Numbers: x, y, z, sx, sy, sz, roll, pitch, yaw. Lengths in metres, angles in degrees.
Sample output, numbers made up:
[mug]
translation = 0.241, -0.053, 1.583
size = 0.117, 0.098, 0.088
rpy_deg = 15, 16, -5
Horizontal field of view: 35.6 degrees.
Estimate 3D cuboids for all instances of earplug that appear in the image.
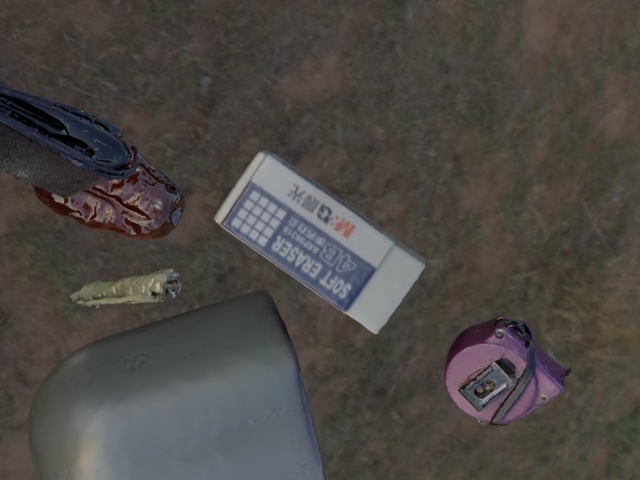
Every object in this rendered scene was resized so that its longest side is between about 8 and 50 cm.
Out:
[earplug]
translation = -0.219, 0.268, 1.453
size = 0.394, 0.313, 0.313
rpy_deg = -15, 124, -10

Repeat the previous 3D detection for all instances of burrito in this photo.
[burrito]
translation = -0.261, 0.065, 1.322
size = 0.045, 0.185, 0.041
rpy_deg = 12, 75, -56

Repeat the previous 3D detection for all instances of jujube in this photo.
[jujube]
translation = -0.463, -0.116, 2.167
size = 0.216, 0.342, 0.216
rpy_deg = 24, 90, -89

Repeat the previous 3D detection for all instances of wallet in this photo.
[wallet]
translation = -0.391, -0.138, 1.299
size = 0.262, 0.221, 0.071
rpy_deg = 24, 74, -30

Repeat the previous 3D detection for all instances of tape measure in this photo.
[tape measure]
translation = 0.206, 0.149, 1.142
size = 0.125, 0.118, 0.074
rpy_deg = -45, -175, 25

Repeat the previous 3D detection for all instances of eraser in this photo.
[eraser]
translation = 0.000, 0.000, 1.394
size = 0.124, 0.279, 0.081
rpy_deg = -55, 179, 8
